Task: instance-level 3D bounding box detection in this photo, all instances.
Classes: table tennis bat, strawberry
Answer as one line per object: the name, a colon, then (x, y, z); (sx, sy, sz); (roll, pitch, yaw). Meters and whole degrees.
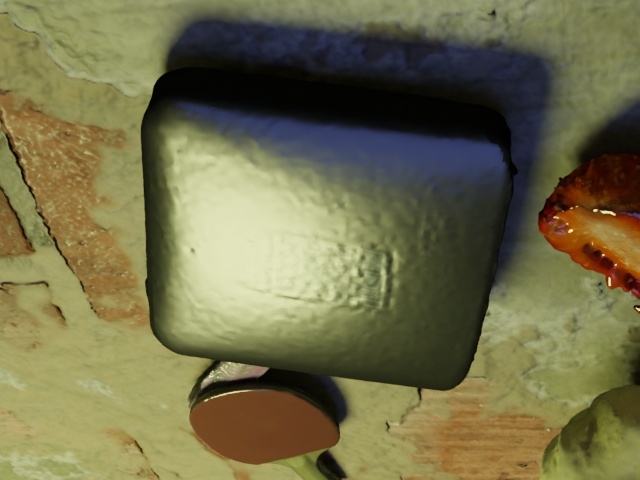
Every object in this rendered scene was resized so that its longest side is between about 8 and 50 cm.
table tennis bat: (-0.038, 0.207, 1.267); (0.138, 0.022, 0.246); (-15, 141, 19)
strawberry: (0.250, -0.008, 0.956); (0.121, 0.082, 0.188); (1, 152, 41)

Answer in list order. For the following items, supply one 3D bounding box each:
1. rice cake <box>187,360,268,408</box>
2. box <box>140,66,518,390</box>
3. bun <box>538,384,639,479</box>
rice cake: (-0.070, 0.116, 1.181); (0.047, 0.036, 0.207); (34, 135, -12)
box: (0.000, 0.000, 0.991); (0.289, 0.073, 0.290); (7, 133, 3)
bun: (0.308, 0.211, 1.113); (0.259, 0.160, 0.259); (-16, 136, -16)
